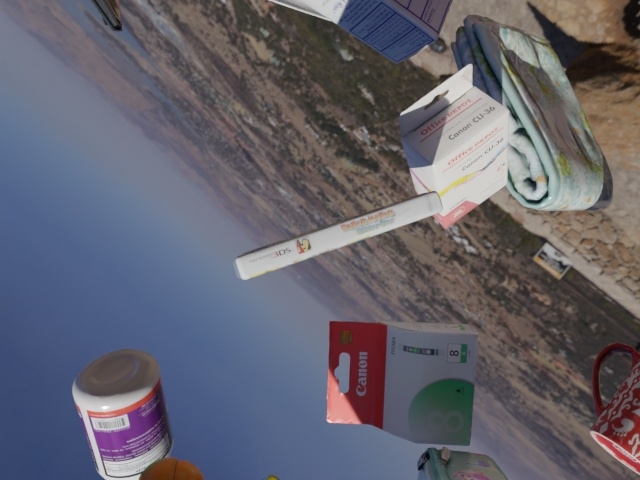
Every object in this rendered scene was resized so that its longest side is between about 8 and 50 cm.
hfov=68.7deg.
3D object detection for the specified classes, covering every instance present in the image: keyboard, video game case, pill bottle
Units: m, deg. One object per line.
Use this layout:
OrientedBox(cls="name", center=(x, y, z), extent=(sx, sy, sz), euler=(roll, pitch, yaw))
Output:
OrientedBox(cls="keyboard", center=(-0.253, -0.308, 0.502), extent=(0.108, 0.023, 0.180), euler=(71, 175, -51))
OrientedBox(cls="video game case", center=(0.000, 0.000, 0.541), extent=(0.227, 0.206, 0.026), euler=(163, 88, -77))
OrientedBox(cls="pill bottle", center=(-0.448, 0.428, 1.095), extent=(0.181, 0.181, 0.323), euler=(35, 133, 50))

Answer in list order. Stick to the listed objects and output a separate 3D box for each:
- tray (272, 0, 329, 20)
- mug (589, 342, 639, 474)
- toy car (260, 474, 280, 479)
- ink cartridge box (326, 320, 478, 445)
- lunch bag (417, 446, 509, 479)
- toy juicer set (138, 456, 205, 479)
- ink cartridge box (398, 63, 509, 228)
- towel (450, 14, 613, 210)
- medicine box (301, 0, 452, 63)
OrientedBox(cls="tray", center=(-0.041, -0.661, 1.196), extent=(0.270, 0.145, 0.030), euler=(-3, -162, -39))
OrientedBox(cls="mug", center=(0.462, 0.232, 0.661), extent=(0.113, 0.169, 0.150), euler=(43, 172, -5))
OrientedBox(cls="toy car", center=(-0.137, 0.490, 0.696), extent=(0.053, 0.239, 0.225), euler=(44, -150, -44))
OrientedBox(cls="ink cartridge box", center=(0.123, 0.220, 0.731), extent=(0.225, 0.181, 0.056), euler=(1, -172, 1))
OrientedBox(cls="lunch bag", center=(0.157, 0.399, 0.558), extent=(0.108, 0.279, 0.224), euler=(7, 172, 12))
OrientedBox(cls="toy juicer set", center=(-0.120, 0.361, 0.426), extent=(0.329, 0.089, 0.209), euler=(63, -153, -3))
OrientedBox(cls="ink cartridge box", center=(0.178, -0.113, 0.608), extent=(0.067, 0.115, 0.198), euler=(53, 180, 34))
OrientedBox(cls="towel", center=(0.414, -0.232, 0.883), extent=(0.090, 0.320, 0.374), euler=(-31, 70, 47))
OrientedBox(cls="medicine box", center=(0.113, -0.531, 0.864), extent=(0.289, 0.263, 0.149), euler=(25, 172, -22))
